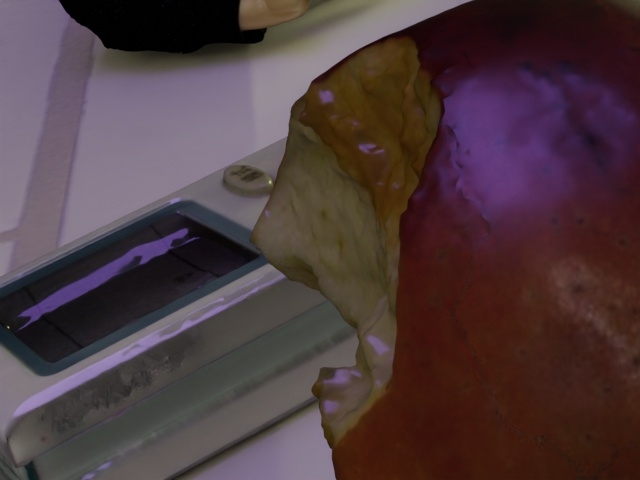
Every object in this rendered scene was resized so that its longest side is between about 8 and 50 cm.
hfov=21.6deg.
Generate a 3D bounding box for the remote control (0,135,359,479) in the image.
[{"bbox_3d":[0.000,0.000,0.587,0.277,0.055,0.103,-27,27,-22],"label":"remote control"}]

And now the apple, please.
[{"bbox_3d":[0.070,0.027,0.388,0.147,0.156,0.158,-18,54,-3],"label":"apple"}]

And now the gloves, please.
[{"bbox_3d":[-0.044,-0.168,0.903,0.203,0.124,0.164,-15,42,20],"label":"gloves"}]
